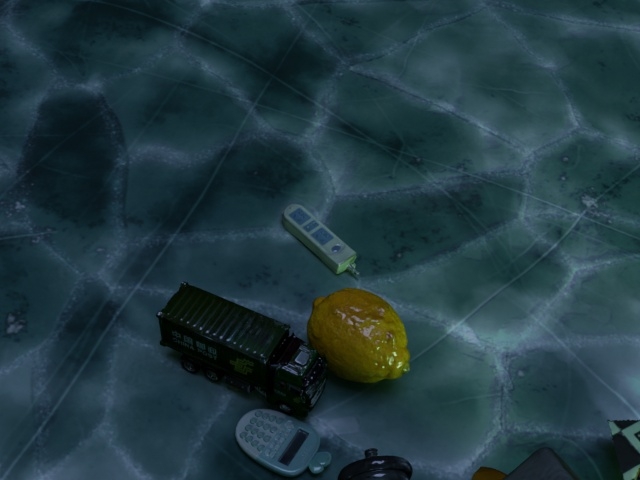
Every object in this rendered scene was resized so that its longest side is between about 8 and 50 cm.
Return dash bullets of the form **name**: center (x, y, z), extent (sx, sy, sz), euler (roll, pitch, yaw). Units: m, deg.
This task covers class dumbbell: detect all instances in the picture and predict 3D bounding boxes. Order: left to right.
- **dumbbell**: center (0.090, 0.412, 1.569), extent (0.110, 0.110, 0.255), euler (-1, 57, -11)

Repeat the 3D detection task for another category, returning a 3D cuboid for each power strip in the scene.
- **power strip**: center (0.000, 0.000, 1.944), extent (0.047, 0.030, 0.191), euler (-34, 62, -31)

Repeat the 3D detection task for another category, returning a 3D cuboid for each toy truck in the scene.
- **toy truck**: center (-0.116, 0.170, 1.710), extent (0.259, 0.121, 0.088), euler (21, 50, 16)

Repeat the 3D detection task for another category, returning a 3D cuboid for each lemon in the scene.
- **lemon**: center (0.063, 0.151, 1.754), extent (0.187, 0.142, 0.142), euler (35, 53, 15)

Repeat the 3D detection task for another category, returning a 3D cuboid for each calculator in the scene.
- **calculator**: center (-0.056, 0.305, 1.680), extent (0.153, 0.021, 0.095), euler (26, 51, 13)

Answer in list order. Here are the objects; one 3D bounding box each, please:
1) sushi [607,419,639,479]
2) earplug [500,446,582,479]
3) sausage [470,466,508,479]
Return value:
- **sushi**: center (0.591, 0.404, 1.684), extent (0.292, 0.059, 0.294), euler (1, 50, -8)
- **earplug**: center (0.225, 0.488, 1.344), extent (0.394, 0.312, 0.313), euler (-40, 60, 4)
- **sausage**: center (0.345, 0.454, 1.554), extent (0.354, 0.134, 0.116), euler (35, 72, 20)
